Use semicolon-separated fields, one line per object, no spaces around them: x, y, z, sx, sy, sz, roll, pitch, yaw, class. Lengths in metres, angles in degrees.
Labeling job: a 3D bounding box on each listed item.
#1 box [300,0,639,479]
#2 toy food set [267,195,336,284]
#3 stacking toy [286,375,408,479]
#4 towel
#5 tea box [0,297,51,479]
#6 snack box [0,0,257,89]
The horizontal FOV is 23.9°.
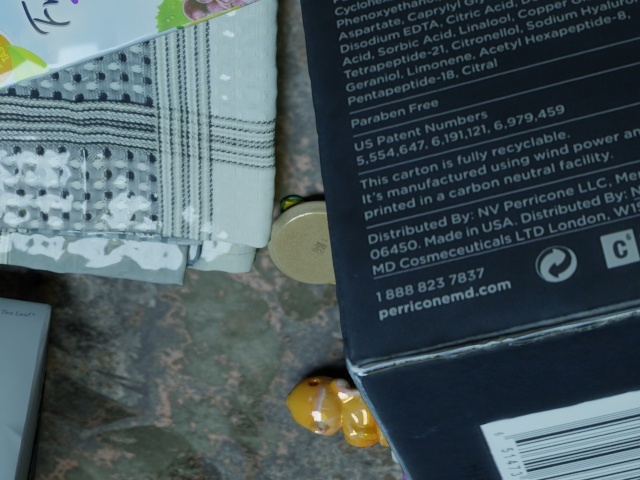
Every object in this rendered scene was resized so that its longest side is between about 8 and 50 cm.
0.127;-0.048;0.880;0.212;0.396;0.293;-14;146;9;box
0.000;0.000;1.189;0.083;0.020;0.083;9;126;-6;toy food set
0.119;0.158;1.241;0.301;0.175;0.166;7;124;9;stacking toy
-0.185;-0.102;1.093;0.312;0.056;0.324;3;127;-2;towel
-0.399;0.207;1.196;0.329;0.220;0.324;8;136;-7;tea box
-0.153;-0.205;0.961;0.207;0.070;0.175;-19;101;7;snack box
